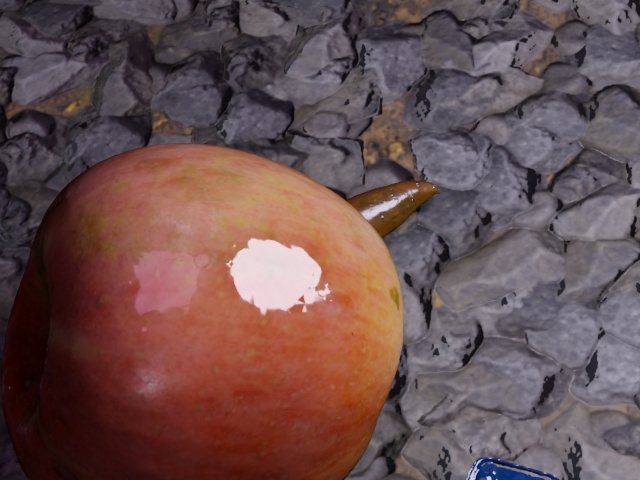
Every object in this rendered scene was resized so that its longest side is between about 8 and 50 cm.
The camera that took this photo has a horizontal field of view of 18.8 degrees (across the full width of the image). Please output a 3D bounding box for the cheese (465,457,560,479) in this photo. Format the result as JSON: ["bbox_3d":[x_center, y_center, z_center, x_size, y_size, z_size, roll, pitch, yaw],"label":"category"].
[{"bbox_3d":[0.129,0.307,1.667,0.177,0.069,0.270,13,55,20],"label":"cheese"}]

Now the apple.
[{"bbox_3d":[-0.099,0.091,1.706,0.364,0.364,0.364,-5,51,6],"label":"apple"}]

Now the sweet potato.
[{"bbox_3d":[0.000,0.000,1.945,0.265,0.057,0.057,-25,52,-7],"label":"sweet potato"}]
